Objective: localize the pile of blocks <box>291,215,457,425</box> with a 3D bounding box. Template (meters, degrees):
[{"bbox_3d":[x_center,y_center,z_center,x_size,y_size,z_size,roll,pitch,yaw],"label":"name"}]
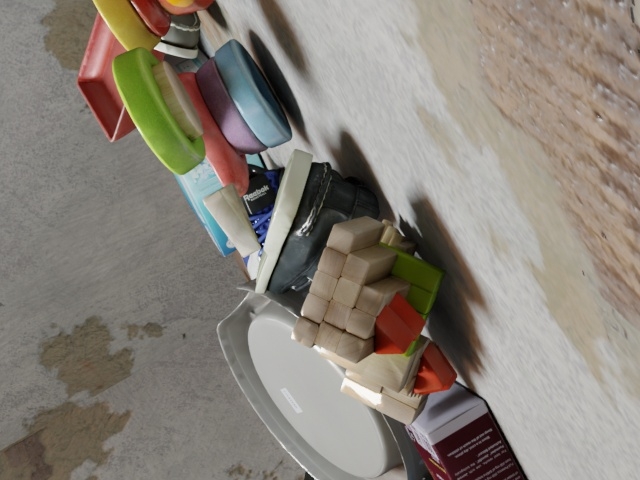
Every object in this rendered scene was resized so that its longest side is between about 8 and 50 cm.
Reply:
[{"bbox_3d":[0.081,0.080,1.135,0.112,0.149,0.362,24,169,16],"label":"pile of blocks"}]

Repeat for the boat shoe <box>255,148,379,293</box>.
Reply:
[{"bbox_3d":[0.001,-0.004,1.287,0.113,0.127,0.340,17,161,-1],"label":"boat shoe"}]

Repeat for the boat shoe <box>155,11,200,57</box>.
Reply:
[{"bbox_3d":[-0.220,-0.326,1.556,0.109,0.091,0.305,13,-155,-33],"label":"boat shoe"}]

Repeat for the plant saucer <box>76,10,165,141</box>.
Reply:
[{"bbox_3d":[-0.280,-0.303,1.794,0.258,0.047,0.259,50,123,55],"label":"plant saucer"}]

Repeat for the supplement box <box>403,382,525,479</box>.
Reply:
[{"bbox_3d":[0.178,0.274,1.281,0.239,0.073,0.130,61,173,-9],"label":"supplement box"}]

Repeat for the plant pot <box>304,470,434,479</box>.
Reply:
[{"bbox_3d":[0.091,0.342,1.786,0.187,0.188,0.167,55,159,40],"label":"plant pot"}]

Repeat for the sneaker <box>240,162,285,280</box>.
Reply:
[{"bbox_3d":[-0.066,0.006,1.705,0.315,0.127,0.182,58,175,32],"label":"sneaker"}]

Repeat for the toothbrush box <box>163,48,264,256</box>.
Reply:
[{"bbox_3d":[-0.189,-0.157,1.921,0.296,0.126,0.216,65,172,-33],"label":"toothbrush box"}]

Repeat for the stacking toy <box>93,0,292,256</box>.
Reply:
[{"bbox_3d":[-0.104,-0.164,1.259,0.309,0.130,0.279,53,-168,-44],"label":"stacking toy"}]

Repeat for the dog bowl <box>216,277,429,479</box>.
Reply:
[{"bbox_3d":[0.018,0.178,1.517,0.349,0.102,0.349,39,150,28],"label":"dog bowl"}]
